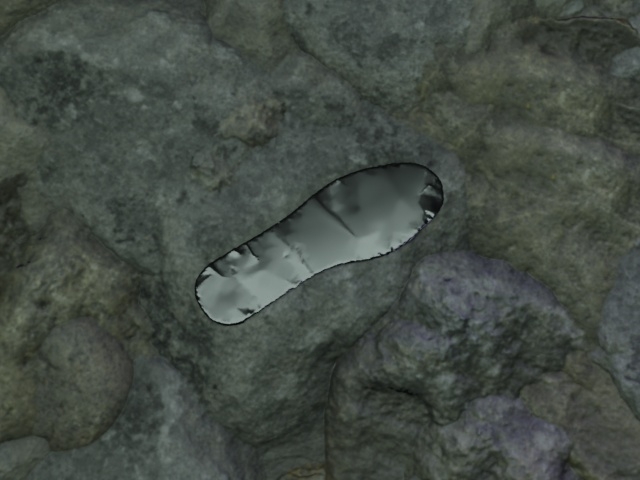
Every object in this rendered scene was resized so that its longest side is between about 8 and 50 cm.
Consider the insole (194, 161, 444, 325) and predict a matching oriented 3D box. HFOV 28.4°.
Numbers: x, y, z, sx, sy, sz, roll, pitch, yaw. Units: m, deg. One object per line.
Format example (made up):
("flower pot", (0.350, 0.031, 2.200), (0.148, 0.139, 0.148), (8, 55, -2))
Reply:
("insole", (0.000, 0.000, 1.607), (0.348, 0.009, 0.119), (-30, 80, -9))
